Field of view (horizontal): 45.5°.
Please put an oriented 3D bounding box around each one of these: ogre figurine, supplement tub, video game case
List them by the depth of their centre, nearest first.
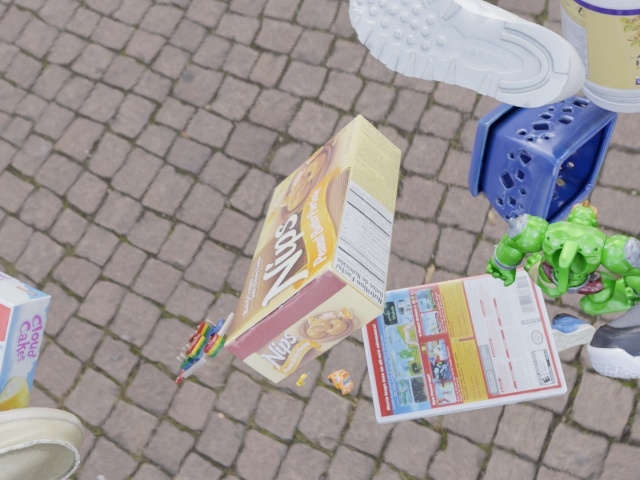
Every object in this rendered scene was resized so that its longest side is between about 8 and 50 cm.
[{"bbox_3d":[0.276,0.025,0.821,0.197,0.118,0.097,35,73,33],"label":"ogre figurine"},{"bbox_3d":[0.211,0.159,1.175,0.285,0.025,0.204,-10,67,4],"label":"video game case"},{"bbox_3d":[0.535,-0.397,1.304,0.240,0.331,0.241,-10,61,17],"label":"supplement tub"}]

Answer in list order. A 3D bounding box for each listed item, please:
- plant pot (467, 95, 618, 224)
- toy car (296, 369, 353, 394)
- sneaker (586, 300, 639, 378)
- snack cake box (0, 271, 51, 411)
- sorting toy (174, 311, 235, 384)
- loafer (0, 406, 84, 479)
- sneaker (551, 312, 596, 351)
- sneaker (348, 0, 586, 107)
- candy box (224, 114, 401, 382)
[{"bbox_3d":[0.444,-0.177,1.583,0.212,0.236,0.236,36,57,29],"label":"plant pot"},{"bbox_3d":[0.015,0.309,1.660,0.122,0.041,0.060,-6,48,-29],"label":"toy car"},{"bbox_3d":[0.320,-0.002,0.610,0.268,0.101,0.153,-27,89,10],"label":"sneaker"},{"bbox_3d":[-0.571,0.193,1.301,0.152,0.089,0.265,22,105,20],"label":"snack cake box"},{"bbox_3d":[-0.260,0.222,1.662,0.046,0.274,0.132,37,53,-9],"label":"sorting toy"},{"bbox_3d":[-0.312,0.226,0.612,0.268,0.102,0.092,-22,51,-27],"label":"loafer"},{"bbox_3d":[0.536,0.207,1.730,0.152,0.084,0.058,-11,110,-13],"label":"sneaker"},{"bbox_3d":[0.131,-0.187,0.710,0.235,0.094,0.090,34,119,22],"label":"sneaker"},{"bbox_3d":[0.000,0.000,0.942,0.183,0.087,0.317,-39,24,33],"label":"candy box"}]
